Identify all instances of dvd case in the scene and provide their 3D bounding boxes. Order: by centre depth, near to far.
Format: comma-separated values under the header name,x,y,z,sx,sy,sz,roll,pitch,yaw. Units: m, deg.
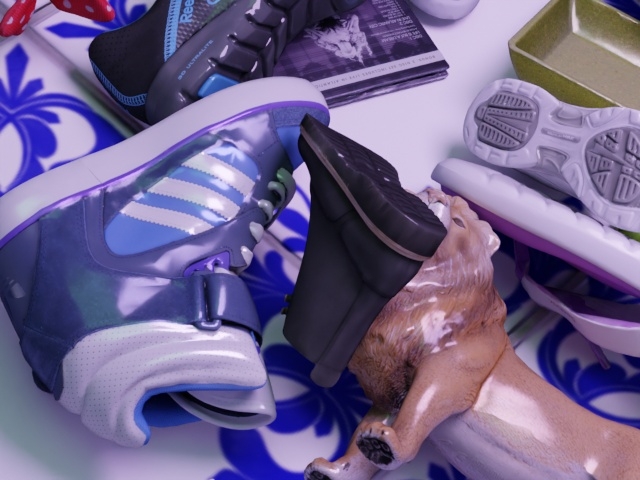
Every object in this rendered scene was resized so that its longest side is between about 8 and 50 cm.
name,x,y,z,sx,sy,sz,roll,pitch,yaw
dvd case,-0.004,-0.213,1.379,0.165,0.018,0.221,-17,59,-23

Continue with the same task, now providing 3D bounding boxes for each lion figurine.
name,x,y,z,sx,sy,sz,roll,pitch,yaw
lion figurine,0.150,0.143,1.094,0.392,0.142,0.240,43,48,2

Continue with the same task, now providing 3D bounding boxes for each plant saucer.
name,x,y,z,sx,sy,sz,roll,pitch,yaw
plant saucer,0.267,-0.142,1.342,0.188,0.045,0.188,30,34,11

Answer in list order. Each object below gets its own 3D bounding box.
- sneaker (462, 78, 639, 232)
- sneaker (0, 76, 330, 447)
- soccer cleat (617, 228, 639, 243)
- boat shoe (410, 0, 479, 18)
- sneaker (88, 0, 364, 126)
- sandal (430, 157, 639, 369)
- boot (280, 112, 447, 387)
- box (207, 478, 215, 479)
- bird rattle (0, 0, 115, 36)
name,x,y,z,sx,sy,sz,roll,pitch,yaw
sneaker,0.235,-0.065,1.239,0.232,0.090,0.115,32,8,37
sneaker,-0.075,0.028,1.130,0.323,0.130,0.236,-26,72,-32
soccer cleat,0.328,-0.039,1.300,0.179,0.060,0.072,-38,79,-25
boat shoe,0.128,-0.322,1.442,0.095,0.084,0.258,12,51,-6
sneaker,-0.053,-0.230,1.287,0.140,0.125,0.341,32,66,27
sandal,0.252,0.060,1.171,0.416,0.169,0.102,30,95,17
boot,0.000,0.000,1.082,0.077,0.137,0.198,25,16,-26
box,-0.117,0.250,0.940,0.170,0.130,0.091,-27,62,-27
bird rattle,-0.265,-0.290,1.258,0.143,0.206,0.253,-13,33,-5
